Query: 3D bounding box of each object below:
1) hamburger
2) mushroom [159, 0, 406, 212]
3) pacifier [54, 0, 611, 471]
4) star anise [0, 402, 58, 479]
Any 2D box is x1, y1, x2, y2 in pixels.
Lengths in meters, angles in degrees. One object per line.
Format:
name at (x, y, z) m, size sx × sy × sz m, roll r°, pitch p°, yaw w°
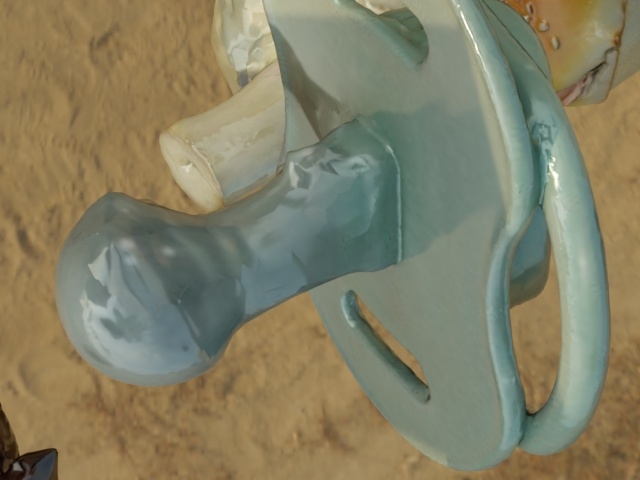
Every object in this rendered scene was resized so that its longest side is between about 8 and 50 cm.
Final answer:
hamburger at (0.167, -0.204, 1.055) m, size 0.147 × 0.237 × 0.236 m, roll -16°, pitch 124°, yaw -12°
mushroom at (-0.001, -0.181, 1.665) m, size 0.356 × 0.315 × 0.315 m, roll -35°, pitch 120°, yaw 12°
pacifier at (0.000, 0.000, 0.761) m, size 0.269 × 0.288 × 0.343 m, roll -25°, pitch 132°, yaw -20°
star anise at (-0.138, 0.141, 0.614) m, size 0.057 × 0.168 × 0.168 m, roll 11°, pitch 125°, yaw -49°
